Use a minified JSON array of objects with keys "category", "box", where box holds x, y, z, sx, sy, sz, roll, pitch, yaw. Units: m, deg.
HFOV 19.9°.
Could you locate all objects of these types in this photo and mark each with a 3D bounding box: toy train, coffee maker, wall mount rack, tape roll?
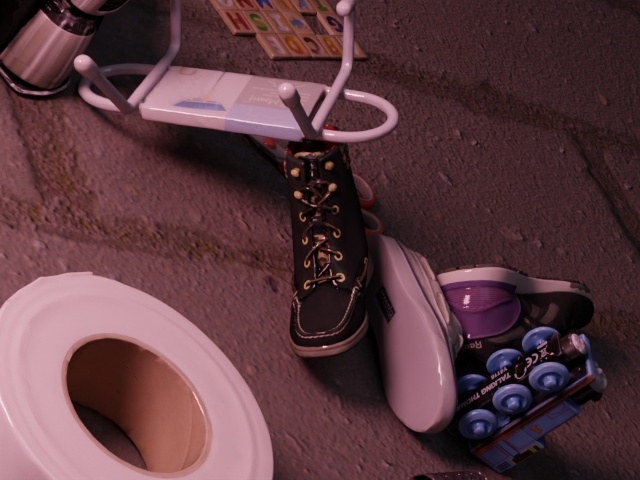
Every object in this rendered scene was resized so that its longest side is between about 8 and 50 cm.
[{"category":"toy train","box":[0.221,0.166,1.937,0.105,0.184,0.080,37,29,-31]},{"category":"coffee maker","box":[-0.288,-0.264,1.881,0.171,0.178,0.120,38,31,-8]},{"category":"wall mount rack","box":[-0.099,-0.170,1.869,0.350,0.130,0.304,8,29,11]},{"category":"tape roll","box":[-0.181,0.166,1.559,0.286,0.100,0.286,28,35,-22]}]

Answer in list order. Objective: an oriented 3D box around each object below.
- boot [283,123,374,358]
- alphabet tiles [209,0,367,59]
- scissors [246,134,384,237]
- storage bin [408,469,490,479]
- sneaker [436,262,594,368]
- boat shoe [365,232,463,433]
[{"category":"boot","box":[-0.002,0.000,1.890,0.236,0.085,0.178,-74,155,-62]},{"category":"alphabet tiles","box":[-0.063,-0.308,2.350,0.237,0.009,0.198,-7,56,-52]},{"category":"scissors","box":[-0.046,-0.095,2.098,0.297,0.021,0.109,31,35,-21]},{"category":"storage bin","box":[0.127,0.315,1.700,0.084,0.122,0.180,3,49,-47]},{"category":"sneaker","box":[0.226,0.106,2.121,0.283,0.107,0.124,11,72,-51]},{"category":"boat shoe","box":[0.109,0.103,1.975,0.088,0.096,0.267,15,32,-31]}]
